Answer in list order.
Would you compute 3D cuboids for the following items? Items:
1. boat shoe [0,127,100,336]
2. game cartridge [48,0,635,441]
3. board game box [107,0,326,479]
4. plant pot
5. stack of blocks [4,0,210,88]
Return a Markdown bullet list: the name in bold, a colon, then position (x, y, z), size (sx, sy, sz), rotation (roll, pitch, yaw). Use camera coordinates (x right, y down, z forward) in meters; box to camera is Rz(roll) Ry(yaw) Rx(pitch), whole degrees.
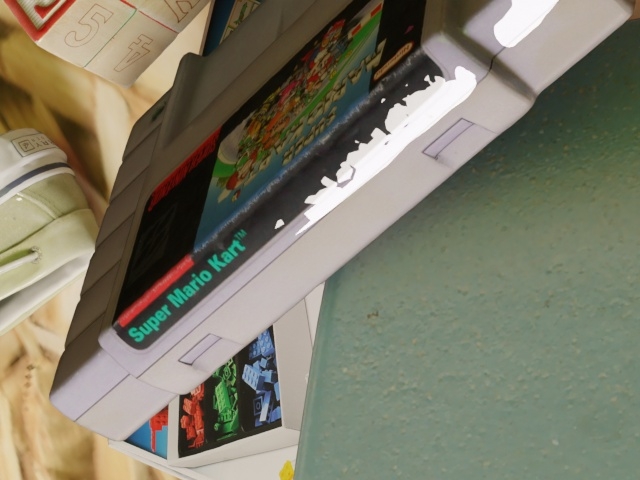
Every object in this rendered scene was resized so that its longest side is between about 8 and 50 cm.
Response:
- **boat shoe**: position (-0.259, 0.055, 1.221), size (0.302, 0.109, 0.094), rotation (-41, 72, 21)
- **game cartridge**: position (0.005, -0.075, 0.919), size (0.068, 0.230, 0.355), rotation (37, 126, -17)
- **board game box**: position (0.000, 0.000, 1.096), size (0.193, 0.053, 0.305), rotation (19, 99, 31)
- **plant pot**: position (0.149, 0.038, 0.911), size (0.247, 0.248, 0.252), rotation (-7, 73, 31)
- **stack of blocks**: position (-0.068, -0.248, 1.027), size (0.297, 0.087, 0.171), rotation (-45, 61, 12)
